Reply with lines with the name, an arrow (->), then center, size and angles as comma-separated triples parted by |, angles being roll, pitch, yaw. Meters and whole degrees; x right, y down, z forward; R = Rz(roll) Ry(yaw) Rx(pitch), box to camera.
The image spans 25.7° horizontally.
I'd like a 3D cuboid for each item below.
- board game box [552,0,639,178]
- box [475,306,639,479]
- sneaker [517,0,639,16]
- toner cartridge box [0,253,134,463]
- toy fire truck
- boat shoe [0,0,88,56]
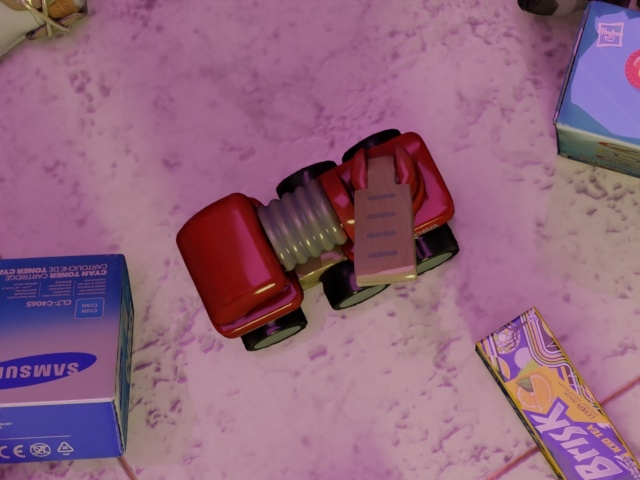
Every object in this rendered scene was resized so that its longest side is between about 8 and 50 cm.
board game box -> 0.329, -0.071, 1.016 | 0.308, 0.302, 0.086 | 16, 92, 9
box -> 0.193, 0.140, 1.125 | 0.059, 0.054, 0.169 | -32, 78, 1
sneaker -> 0.273, -0.238, 1.029 | 0.182, 0.410, 0.158 | 2, 100, -6
toner cartridge box -> -0.329, 0.098, 1.125 | 0.348, 0.075, 0.165 | -3, 44, -2
toy fire truck -> 0.000, 0.000, 1.076 | 0.217, 0.246, 0.158 | -25, 77, 2
boat shoe -> -0.253, -0.232, 1.220 | 0.103, 0.113, 0.302 | 36, 85, 18
